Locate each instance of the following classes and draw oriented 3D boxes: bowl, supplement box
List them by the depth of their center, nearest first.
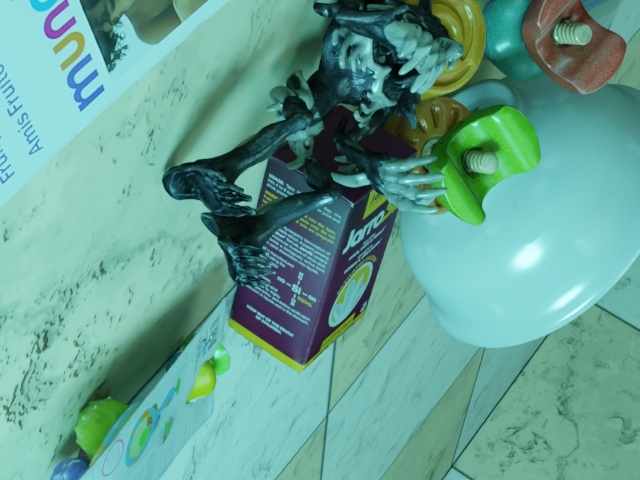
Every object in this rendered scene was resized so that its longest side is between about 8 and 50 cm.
[{"bbox_3d":[0.000,0.000,1.117,0.104,0.081,0.188,-40,154,-45],"label":"supplement box"},{"bbox_3d":[0.174,-0.058,1.299,0.134,0.298,0.298,36,84,-30],"label":"bowl"}]

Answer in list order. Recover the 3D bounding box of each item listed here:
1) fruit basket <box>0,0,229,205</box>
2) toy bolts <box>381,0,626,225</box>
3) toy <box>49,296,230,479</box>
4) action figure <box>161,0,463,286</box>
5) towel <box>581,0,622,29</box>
[{"bbox_3d":[-0.031,-0.216,0.471,0.353,0.165,0.327,-50,151,-25],"label":"fruit basket"},{"bbox_3d":[0.116,-0.157,1.171,0.228,0.158,0.218,-42,118,-18],"label":"toy bolts"},{"bbox_3d":[-0.148,0.149,1.009,0.237,0.056,0.137,-48,157,-45],"label":"toy"},{"bbox_3d":[0.028,-0.087,0.946,0.275,0.141,0.164,-46,140,-26],"label":"action figure"},{"bbox_3d":[0.310,-0.317,1.510,0.209,0.034,0.285,-33,148,-49],"label":"towel"}]
